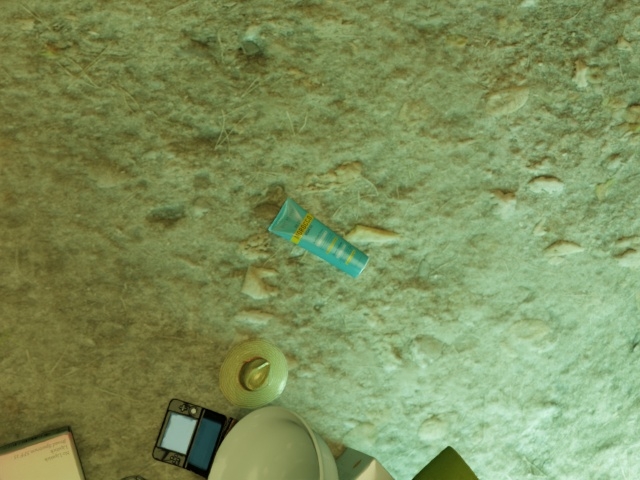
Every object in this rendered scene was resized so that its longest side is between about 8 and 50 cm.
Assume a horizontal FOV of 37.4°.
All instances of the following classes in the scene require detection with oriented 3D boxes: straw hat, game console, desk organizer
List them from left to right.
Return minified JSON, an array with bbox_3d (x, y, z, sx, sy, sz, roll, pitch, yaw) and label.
[{"bbox_3d":[-0.251,0.377,1.809,0.107,0.071,0.122,20,80,-14],"label":"game console"},{"bbox_3d":[-0.180,0.413,1.839,0.050,0.047,0.130,29,78,-10],"label":"desk organizer"},{"bbox_3d":[-0.125,0.265,1.860,0.145,0.061,0.144,1,85,-15],"label":"straw hat"}]

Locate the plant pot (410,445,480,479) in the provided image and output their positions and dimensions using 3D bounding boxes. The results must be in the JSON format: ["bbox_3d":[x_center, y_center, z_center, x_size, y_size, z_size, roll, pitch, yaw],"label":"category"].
[{"bbox_3d":[0.189,0.566,1.702,0.294,0.275,0.274,-32,94,-5],"label":"plant pot"}]

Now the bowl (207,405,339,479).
[{"bbox_3d":[-0.066,0.463,1.728,0.134,0.298,0.297,27,77,-42],"label":"bowl"}]

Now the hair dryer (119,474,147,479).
[{"bbox_3d":[-0.251,0.546,1.790,0.294,0.080,0.223,-7,87,-17],"label":"hair dryer"}]

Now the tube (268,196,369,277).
[{"bbox_3d":[0.000,0.000,1.929,0.207,0.052,0.080,32,71,-5],"label":"tube"}]

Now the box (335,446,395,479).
[{"bbox_3d":[0.064,0.488,1.837,0.130,0.170,0.091,-43,97,-14],"label":"box"}]

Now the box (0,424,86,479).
[{"bbox_3d":[-0.492,0.470,1.703,0.149,0.127,0.232,-17,90,-17],"label":"box"}]
